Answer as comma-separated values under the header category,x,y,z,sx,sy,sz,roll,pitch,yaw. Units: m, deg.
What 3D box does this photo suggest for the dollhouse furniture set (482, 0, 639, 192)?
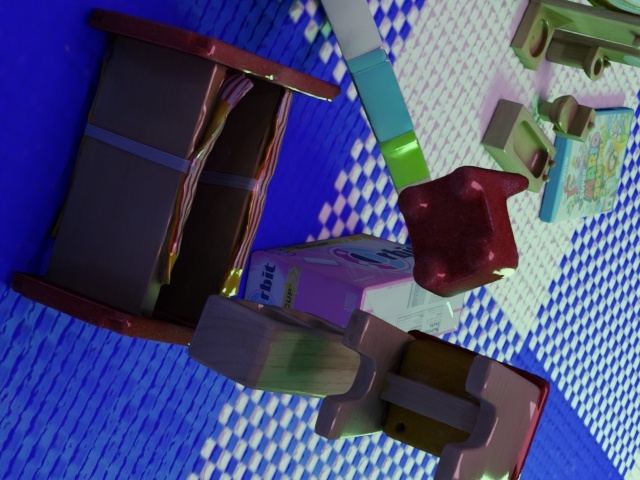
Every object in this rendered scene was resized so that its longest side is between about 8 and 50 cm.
category,x,y,z,sx,sy,sz,roll,pitch,yaw
dollhouse furniture set,0.251,-0.128,1.699,0.151,0.123,0.144,-66,150,-10

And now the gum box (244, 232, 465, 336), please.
category,x,y,z,sx,sy,sz,roll,pitch,yaw
gum box,0.035,0.042,1.448,0.188,0.107,0.062,-10,114,-57

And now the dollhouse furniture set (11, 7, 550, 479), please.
category,x,y,z,sx,sy,sz,roll,pitch,yaw
dollhouse furniture set,0.000,0.000,1.108,0.152,0.374,0.201,14,95,-56

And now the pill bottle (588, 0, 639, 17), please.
category,x,y,z,sx,sy,sz,roll,pitch,yaw
pill bottle,0.307,-0.275,1.605,0.246,0.136,0.136,-59,165,-87

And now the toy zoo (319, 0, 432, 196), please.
category,x,y,z,sx,sy,sz,roll,pitch,yaw
toy zoo,0.008,-0.186,1.233,0.030,0.192,0.293,-21,140,3

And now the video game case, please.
category,x,y,z,sx,sy,sz,roll,pitch,yaw
video game case,0.288,-0.083,1.896,0.166,0.015,0.119,-9,114,-57
